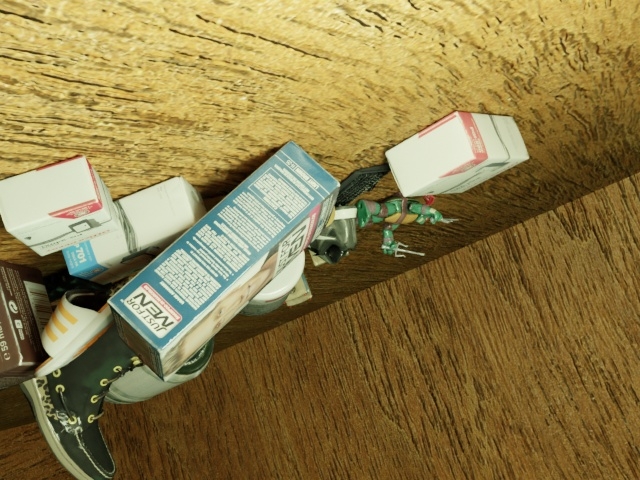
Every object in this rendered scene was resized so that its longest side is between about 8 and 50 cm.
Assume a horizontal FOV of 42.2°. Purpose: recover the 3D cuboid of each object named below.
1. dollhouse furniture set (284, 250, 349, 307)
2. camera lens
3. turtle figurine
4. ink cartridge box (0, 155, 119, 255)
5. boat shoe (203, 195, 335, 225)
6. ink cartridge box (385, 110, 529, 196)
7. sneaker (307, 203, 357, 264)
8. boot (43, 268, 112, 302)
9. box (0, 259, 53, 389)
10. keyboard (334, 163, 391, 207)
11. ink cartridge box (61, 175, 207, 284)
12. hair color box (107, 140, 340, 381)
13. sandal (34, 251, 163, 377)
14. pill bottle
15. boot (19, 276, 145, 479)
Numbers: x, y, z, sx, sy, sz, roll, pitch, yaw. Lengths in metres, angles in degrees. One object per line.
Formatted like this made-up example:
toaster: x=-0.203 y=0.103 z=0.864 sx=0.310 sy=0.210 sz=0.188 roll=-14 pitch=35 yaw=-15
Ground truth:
dollhouse furniture set: x=-0.019 y=0.062 z=1.939 sx=0.183 sy=0.129 sz=0.129 roll=-21 pitch=170 yaw=2
camera lens: x=-0.391 y=0.238 z=1.868 sx=0.274 sy=0.219 sz=0.219 roll=-29 pitch=167 yaw=39
turtle figurine: x=0.168 y=-0.044 z=1.792 sx=0.234 sy=0.118 sz=0.175 roll=3 pitch=145 yaw=-28
ink cartridge box: x=-0.315 y=-0.039 z=1.010 sx=0.109 sy=0.063 sz=0.150 roll=-19 pitch=170 yaw=-7
boat shoe: x=-0.115 y=-0.034 z=1.362 sx=0.277 sy=0.098 sz=0.096 roll=-7 pitch=167 yaw=-18
ink cartridge box: x=0.244 y=-0.150 z=1.458 sx=0.158 sy=0.092 sz=0.218 roll=-28 pitch=169 yaw=36
sneaker: x=0.000 y=0.000 z=1.660 sx=0.078 sy=0.106 sz=0.234 roll=-7 pitch=174 yaw=-32
boot: x=-0.438 y=0.082 z=1.453 sx=0.099 sy=0.045 sz=0.121 roll=-26 pitch=162 yaw=16
box: x=-0.527 y=0.146 z=1.262 sx=0.203 sy=0.168 sz=0.167 roll=-22 pitch=170 yaw=3
keyboard: x=0.071 y=-0.100 z=1.572 sx=0.108 sy=0.023 sz=0.180 roll=-15 pitch=169 yaw=-31
ink cartridge box: x=-0.264 y=-0.012 z=1.206 sx=0.190 sy=0.082 sz=0.139 roll=-20 pitch=170 yaw=2
hair color box: x=-0.132 y=0.031 z=1.186 sx=0.347 sy=0.105 sz=0.174 roll=-43 pitch=169 yaw=-21
sandal: x=-0.327 y=0.090 z=1.205 sx=0.265 sy=0.076 sz=0.102 roll=-43 pitch=-179 yaw=7
pill bottle: x=-0.127 y=0.061 z=1.630 sx=0.161 sy=0.161 sz=0.283 roll=-18 pitch=170 yaw=-13
boot: x=-0.426 y=0.278 z=1.655 sx=0.284 sy=0.377 sz=0.138 roll=-26 pitch=-177 yaw=-1
